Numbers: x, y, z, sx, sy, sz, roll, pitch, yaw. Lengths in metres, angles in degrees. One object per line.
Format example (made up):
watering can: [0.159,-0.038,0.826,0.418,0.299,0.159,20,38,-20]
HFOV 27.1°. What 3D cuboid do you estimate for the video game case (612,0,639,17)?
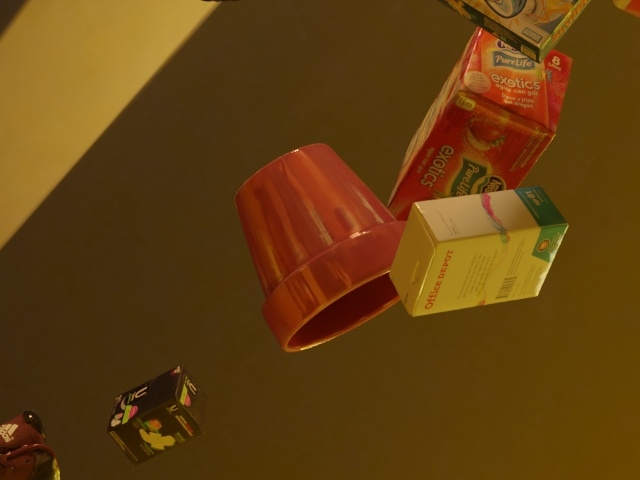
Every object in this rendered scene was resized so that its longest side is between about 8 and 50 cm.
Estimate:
video game case: [0.334,-0.170,0.841,0.285,0.025,0.204,23,-119,-5]

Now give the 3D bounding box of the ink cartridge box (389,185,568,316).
ink cartridge box: [0.126,0.008,1.080,0.122,0.088,0.052,-9,-132,-24]

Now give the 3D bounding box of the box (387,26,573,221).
box: [0.184,-0.119,1.572,0.122,0.257,0.128,23,-127,-4]

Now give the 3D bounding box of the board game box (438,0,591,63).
board game box: [0.169,-0.276,1.278,0.201,0.035,0.136,35,-102,19]

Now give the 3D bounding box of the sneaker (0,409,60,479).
sneaker: [-0.340,0.192,1.196,0.281,0.162,0.106,48,173,-32]

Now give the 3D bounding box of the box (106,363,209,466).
box: [-0.160,0.173,1.318,0.052,0.083,0.062,57,-164,-23]

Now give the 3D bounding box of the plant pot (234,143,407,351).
plant pot: [0.000,0.000,1.496,0.201,0.201,0.180,-14,-111,-49]
